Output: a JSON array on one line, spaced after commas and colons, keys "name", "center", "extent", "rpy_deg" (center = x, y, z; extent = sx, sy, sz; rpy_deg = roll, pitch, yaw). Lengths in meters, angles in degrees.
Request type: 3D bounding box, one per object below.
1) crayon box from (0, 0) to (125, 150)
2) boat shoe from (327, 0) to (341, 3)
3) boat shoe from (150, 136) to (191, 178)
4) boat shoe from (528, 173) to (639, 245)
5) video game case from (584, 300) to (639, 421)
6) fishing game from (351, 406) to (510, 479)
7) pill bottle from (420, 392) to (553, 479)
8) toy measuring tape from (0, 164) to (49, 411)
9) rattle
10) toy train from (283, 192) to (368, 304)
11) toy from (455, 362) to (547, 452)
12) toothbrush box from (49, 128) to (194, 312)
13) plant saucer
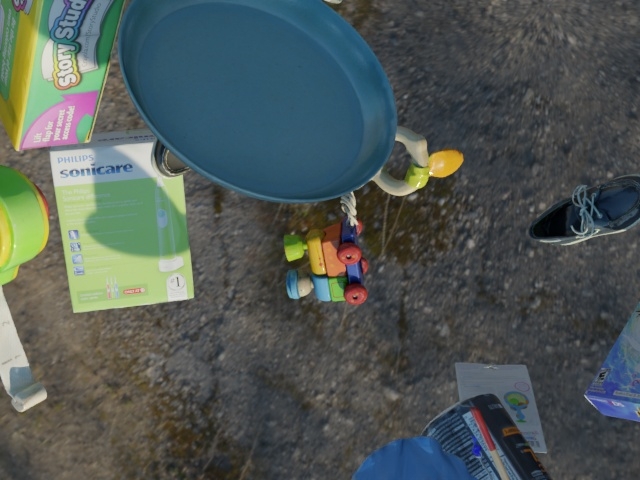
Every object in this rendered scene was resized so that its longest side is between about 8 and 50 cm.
[{"name": "crayon box", "center": [-0.335, -0.342, 0.973], "extent": [0.313, 0.106, 0.363], "rpy_deg": [57, 140, 24]}, {"name": "boat shoe", "center": [0.008, -0.469, 1.081], "extent": [0.103, 0.118, 0.320], "rpy_deg": [6, 123, -8]}, {"name": "boat shoe", "center": [-0.154, -0.179, 1.211], "extent": [0.227, 0.069, 0.081], "rpy_deg": [-53, 123, -17]}, {"name": "boat shoe", "center": [0.473, -0.051, 1.494], "extent": [0.254, 0.079, 0.095], "rpy_deg": [-24, 74, 58]}, {"name": "video game case", "center": [0.561, 0.165, 1.268], "extent": [0.061, 0.269, 0.244], "rpy_deg": [45, 71, -16]}, {"name": "fishing game", "center": [0.085, 0.265, 0.732], "extent": [0.041, 0.264, 0.189], "rpy_deg": [-26, 89, 49]}, {"name": "pill bottle", "center": [0.247, 0.339, 1.135], "extent": [0.130, 0.130, 0.245], "rpy_deg": [-45, 57, 21]}, {"name": "toy measuring tape", "center": [-0.341, 0.036, 0.930], "extent": [0.121, 0.121, 0.330], "rpy_deg": [-9, 103, 17]}, {"name": "rattle", "center": [0.135, -0.161, 1.552], "extent": [0.200, 0.143, 0.130], "rpy_deg": [5, 125, 44]}, {"name": "toy train", "center": [0.000, 0.000, 1.459], "extent": [0.143, 0.105, 0.248], "rpy_deg": [-5, 124, 8]}, {"name": "toy", "center": [0.320, 0.313, 1.531], "extent": [0.137, 0.237, 0.056], "rpy_deg": [2, 116, 3]}, {"name": "toothbrush box", "center": [-0.334, -0.038, 1.438], "extent": [0.206, 0.122, 0.283], "rpy_deg": [-7, 111, -12]}, {"name": "plant saucer", "center": [-0.066, -0.167, 0.917], "extent": [0.317, 0.317, 0.043], "rpy_deg": [42, 140, 1]}]
